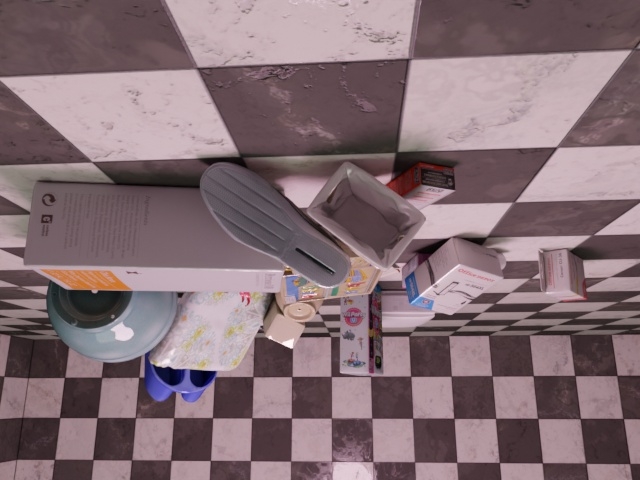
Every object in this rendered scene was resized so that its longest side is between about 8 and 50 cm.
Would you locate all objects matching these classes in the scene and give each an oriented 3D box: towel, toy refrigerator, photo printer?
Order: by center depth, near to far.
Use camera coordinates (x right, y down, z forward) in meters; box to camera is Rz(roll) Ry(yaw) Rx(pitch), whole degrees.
[{"bbox_3d":[-0.306,0.243,1.646,0.090,0.321,0.374,27,178,30],"label":"towel"},{"bbox_3d":[-0.127,0.245,1.804,0.102,0.094,0.269,28,-173,-13],"label":"toy refrigerator"},{"bbox_3d":[0.289,0.269,2.091,0.255,0.107,0.307,1,164,-3],"label":"photo printer"}]

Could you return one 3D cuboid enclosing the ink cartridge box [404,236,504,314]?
[{"bbox_3d":[0.336,0.095,1.387,0.148,0.086,0.203,16,139,-24],"label":"ink cartridge box"}]

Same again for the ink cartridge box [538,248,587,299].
[{"bbox_3d":[0.650,0.092,1.463,0.067,0.115,0.198,-12,161,39],"label":"ink cartridge box"}]

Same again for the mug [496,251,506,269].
[{"bbox_3d":[0.455,0.051,1.452,0.064,0.078,0.062,0,134,-34],"label":"mug"}]

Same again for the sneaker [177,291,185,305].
[{"bbox_3d":[-0.510,0.280,1.856,0.447,0.258,0.169,-7,163,23],"label":"sneaker"}]

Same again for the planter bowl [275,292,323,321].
[{"bbox_3d":[-0.064,0.179,1.664,0.162,0.109,0.162,0,135,0],"label":"planter bowl"}]

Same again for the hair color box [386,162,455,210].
[{"bbox_3d":[0.168,-0.088,0.964,0.072,0.043,0.141,7,164,-22],"label":"hair color box"}]

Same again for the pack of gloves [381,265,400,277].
[{"bbox_3d":[0.094,0.082,1.593,0.232,0.046,0.195,-16,158,19],"label":"pack of gloves"}]

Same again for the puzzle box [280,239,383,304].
[{"bbox_3d":[0.025,0.085,1.415,0.272,0.052,0.409,-7,162,-4],"label":"puzzle box"}]

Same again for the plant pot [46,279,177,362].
[{"bbox_3d":[-0.491,0.127,1.244,0.293,0.293,0.196,1,166,-4],"label":"plant pot"}]

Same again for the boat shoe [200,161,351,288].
[{"bbox_3d":[-0.077,-0.025,0.944,0.302,0.109,0.094,40,-170,-13],"label":"boat shoe"}]

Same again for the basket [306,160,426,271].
[{"bbox_3d":[0.078,-0.033,0.913,0.167,0.113,0.103,37,175,13],"label":"basket"}]

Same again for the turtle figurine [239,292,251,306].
[{"bbox_3d":[-0.206,0.066,1.299,0.234,0.118,0.175,9,133,53],"label":"turtle figurine"}]

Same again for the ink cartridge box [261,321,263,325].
[{"bbox_3d":[-0.234,0.265,2.035,0.307,0.129,0.223,6,163,-20],"label":"ink cartridge box"}]

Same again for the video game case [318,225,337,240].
[{"bbox_3d":[0.000,0.000,1.313,0.190,0.022,0.173,3,163,-14],"label":"video game case"}]

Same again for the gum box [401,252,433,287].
[{"bbox_3d":[0.305,0.087,1.539,0.107,0.062,0.188,2,163,-6],"label":"gum box"}]

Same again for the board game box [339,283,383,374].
[{"bbox_3d":[0.137,0.284,1.787,0.097,0.304,0.224,-5,164,16],"label":"board game box"}]

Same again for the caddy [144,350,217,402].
[{"bbox_3d":[-0.500,0.415,1.961,0.241,0.341,0.179,11,131,-26],"label":"caddy"}]

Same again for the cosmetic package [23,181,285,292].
[{"bbox_3d":[-0.299,0.005,1.079,0.453,0.162,0.230,1,164,-6],"label":"cosmetic package"}]
